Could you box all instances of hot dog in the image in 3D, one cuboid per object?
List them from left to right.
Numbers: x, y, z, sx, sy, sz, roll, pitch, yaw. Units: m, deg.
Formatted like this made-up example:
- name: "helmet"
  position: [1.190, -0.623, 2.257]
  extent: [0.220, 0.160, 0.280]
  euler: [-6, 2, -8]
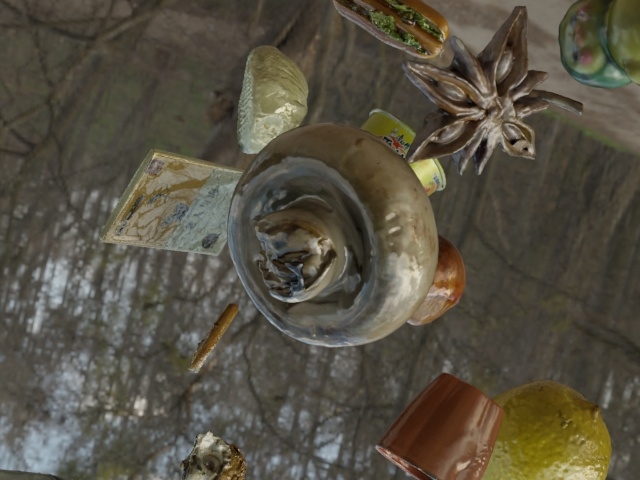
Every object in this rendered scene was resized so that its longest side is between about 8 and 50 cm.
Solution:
- name: "hot dog"
  position: [0.174, -0.551, 2.311]
  extent: [0.337, 0.135, 0.100]
  euler: [37, -167, 21]

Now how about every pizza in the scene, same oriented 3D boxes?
- name: "pizza"
  position: [-0.255, 0.225, 2.229]
  extent: [0.036, 0.184, 0.176]
  euler: [35, 171, -6]

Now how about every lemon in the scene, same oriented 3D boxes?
- name: "lemon"
  position: [0.482, 0.472, 2.129]
  extent: [0.336, 0.336, 0.336]
  euler: [14, -174, -1]

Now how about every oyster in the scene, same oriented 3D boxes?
- name: "oyster"
  position: [-0.261, 0.490, 2.058]
  extent: [0.053, 0.165, 0.108]
  euler: [-9, 126, 37]

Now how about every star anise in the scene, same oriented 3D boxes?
- name: "star anise"
  position: [0.284, -0.236, 1.626]
  extent: [0.350, 0.292, 0.109]
  euler: [-29, -139, -7]

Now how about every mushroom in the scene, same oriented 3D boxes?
- name: "mushroom"
  position: [0.000, 0.000, 1.482]
  extent: [0.362, 0.362, 0.295]
  euler: [17, -157, 30]

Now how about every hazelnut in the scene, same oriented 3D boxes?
- name: "hazelnut"
  position: [0.175, 0.065, 1.762]
  extent: [0.182, 0.182, 0.182]
  euler: [14, -174, -1]

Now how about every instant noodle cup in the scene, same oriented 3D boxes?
- name: "instant noodle cup"
  position: [0.142, -0.155, 2.272]
  extent: [0.264, 0.200, 0.264]
  euler: [44, 168, 12]

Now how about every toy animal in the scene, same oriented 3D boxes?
- name: "toy animal"
  position: [0.596, -0.382, 1.746]
  extent: [0.191, 0.216, 0.338]
  euler: [0, 179, -32]

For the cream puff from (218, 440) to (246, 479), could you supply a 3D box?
- name: "cream puff"
  position: [-0.226, 0.538, 2.184]
  extent: [0.103, 0.144, 0.126]
  euler: [30, 154, -6]

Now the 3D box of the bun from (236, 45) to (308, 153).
- name: "bun"
  position: [-0.094, -0.273, 1.882]
  extent: [0.134, 0.220, 0.220]
  euler: [7, -173, -8]

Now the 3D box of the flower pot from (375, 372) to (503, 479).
- name: "flower pot"
  position: [0.209, 0.325, 1.598]
  extent: [0.191, 0.173, 0.190]
  euler: [30, 166, 9]

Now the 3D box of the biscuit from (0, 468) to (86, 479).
- name: "biscuit"
  position: [-0.558, 0.439, 1.568]
  extent: [0.309, 0.079, 0.186]
  euler: [-25, 155, 28]

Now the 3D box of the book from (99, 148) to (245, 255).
- name: "book"
  position: [-0.325, -0.084, 2.317]
  extent: [0.389, 0.269, 0.032]
  euler: [8, -147, -50]
